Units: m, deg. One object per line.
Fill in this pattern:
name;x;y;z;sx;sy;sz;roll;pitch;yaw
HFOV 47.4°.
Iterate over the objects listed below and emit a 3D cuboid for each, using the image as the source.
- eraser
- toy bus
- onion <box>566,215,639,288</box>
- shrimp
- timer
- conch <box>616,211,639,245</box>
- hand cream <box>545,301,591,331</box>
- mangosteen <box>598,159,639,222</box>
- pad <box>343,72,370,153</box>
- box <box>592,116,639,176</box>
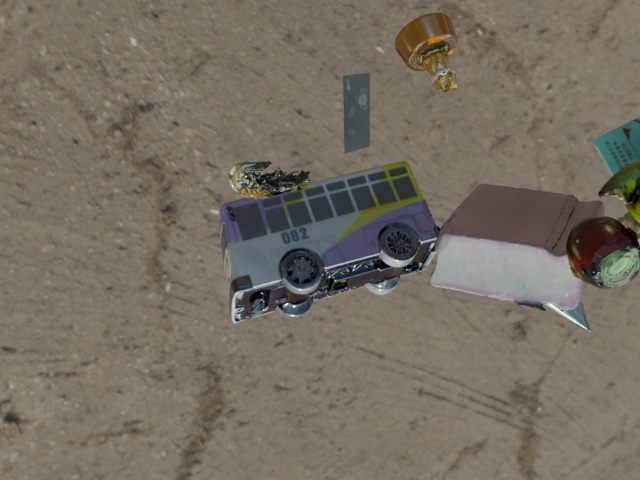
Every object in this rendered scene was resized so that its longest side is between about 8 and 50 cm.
eraser;0.389;-0.002;1.414;0.359;0.272;0.122;-34;132;-58
toy bus;0.000;0.000;1.522;0.440;0.249;0.209;-15;159;-13
onion;0.427;0.014;1.101;0.119;0.118;0.117;-35;136;-9
shrimp;-0.094;-0.105;1.251;0.091;0.161;0.034;47;47;-43
timer;0.242;-0.376;1.527;0.132;0.152;0.132;-17;159;-7
conch;0.760;-0.012;1.611;0.163;0.245;0.178;-49;116;-20
hand cream;0.584;0.128;1.908;0.312;0.111;0.070;34;122;-17
mangosteen;0.650;-0.121;1.198;0.360;0.306;0.306;8;127;12
pad;0.092;-0.319;1.820;0.127;0.004;0.190;-24;118;-53
box;0.911;-0.268;2.049;0.229;0.162;0.041;-26;156;15
